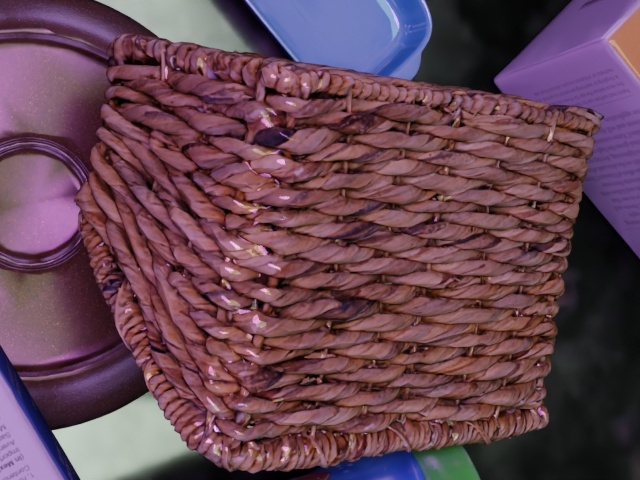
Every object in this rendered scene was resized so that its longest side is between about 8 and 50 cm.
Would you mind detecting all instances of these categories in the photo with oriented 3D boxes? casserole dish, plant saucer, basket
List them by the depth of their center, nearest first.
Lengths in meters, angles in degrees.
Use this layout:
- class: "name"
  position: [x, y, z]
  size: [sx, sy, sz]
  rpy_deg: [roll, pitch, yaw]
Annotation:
- class: "basket"
  position: [0.000, 0.000, 0.743]
  size: [0.299, 0.213, 0.223]
  rpy_deg: [0, 103, -43]
- class: "plant saucer"
  position: [-0.197, -0.023, 0.789]
  size: [0.310, 0.050, 0.311]
  rpy_deg: [0, 88, -18]
- class: "casserole dish"
  position: [0.000, -0.186, 0.869]
  size: [0.114, 0.037, 0.188]
  rpy_deg: [-43, 102, -16]

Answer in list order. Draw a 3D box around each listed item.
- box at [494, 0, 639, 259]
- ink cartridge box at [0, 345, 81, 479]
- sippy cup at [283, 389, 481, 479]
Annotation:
- class: "box"
  position: [0.344, -0.077, 0.913]
  size: [0.215, 0.168, 0.345]
  rpy_deg: [-46, 102, -15]
- class: "ink cartridge box"
  position: [-0.293, 0.140, 0.657]
  size: [0.270, 0.151, 0.396]
  rpy_deg: [-29, 109, -12]
- class: "sippy cup"
  position: [-0.008, 0.252, 0.762]
  size: [0.224, 0.306, 0.240]
  rpy_deg: [-6, 134, -9]
